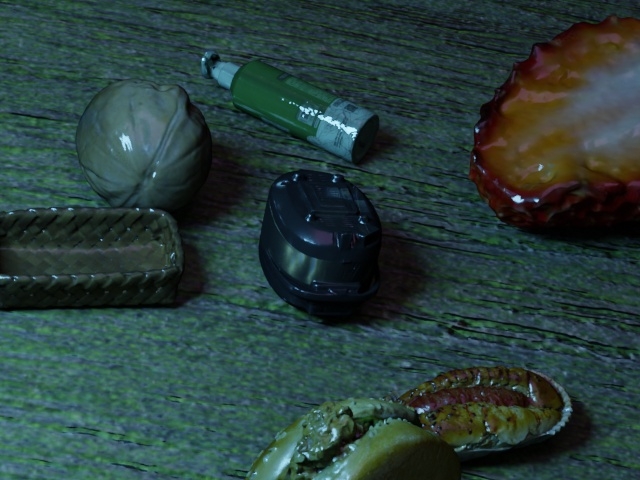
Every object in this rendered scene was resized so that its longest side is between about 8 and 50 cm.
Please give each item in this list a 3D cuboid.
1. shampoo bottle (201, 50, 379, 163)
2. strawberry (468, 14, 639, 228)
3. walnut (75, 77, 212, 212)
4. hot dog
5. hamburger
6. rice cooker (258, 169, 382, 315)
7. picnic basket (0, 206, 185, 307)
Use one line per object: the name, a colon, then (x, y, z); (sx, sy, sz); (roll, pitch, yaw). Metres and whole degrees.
shampoo bottle: (-0.038, -0.152, 2.046); (0.204, 0.065, 0.065); (26, 40, 19)
strawberry: (0.301, -0.096, 2.011); (0.336, 0.149, 0.265); (-25, 56, -25)
walnut: (-0.176, -0.094, 1.877); (0.140, 0.140, 0.162); (3, 9, -11)
hot dog: (0.142, 0.158, 1.702); (0.192, 0.053, 0.099); (-8, 45, -20)
hamburger: (0.016, 0.207, 1.469); (0.189, 0.215, 0.122); (-19, 43, -36)
rice cooker: (0.000, 0.000, 1.830); (0.112, 0.106, 0.165); (1, 28, -19)
picnic basket: (-0.228, 0.019, 1.784); (0.193, 0.055, 0.110); (0, 40, -15)
